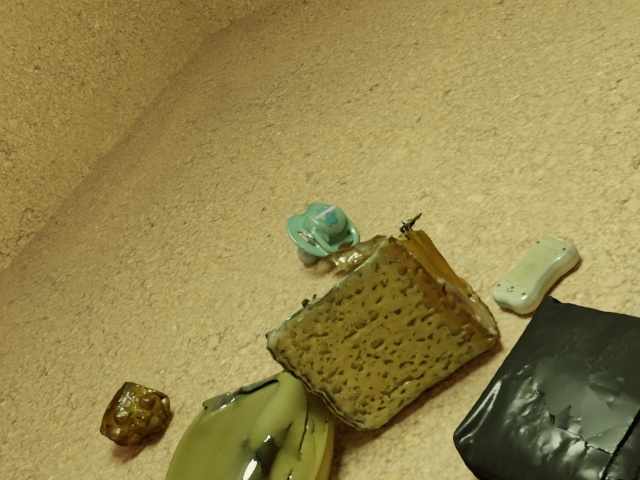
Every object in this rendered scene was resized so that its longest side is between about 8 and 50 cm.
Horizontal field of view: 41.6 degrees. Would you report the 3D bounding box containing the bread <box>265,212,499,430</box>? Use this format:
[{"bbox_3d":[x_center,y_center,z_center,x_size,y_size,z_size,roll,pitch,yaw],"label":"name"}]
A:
[{"bbox_3d":[0.055,0.058,1.141,0.248,0.279,0.315,-42,38,7],"label":"bread"}]

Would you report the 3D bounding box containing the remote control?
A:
[{"bbox_3d":[0.286,0.046,1.121,0.122,0.032,0.074,-45,27,-13],"label":"remote control"}]

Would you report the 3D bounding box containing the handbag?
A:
[{"bbox_3d":[0.278,0.167,0.886,0.247,0.080,0.223,-50,29,-22],"label":"handbag"}]

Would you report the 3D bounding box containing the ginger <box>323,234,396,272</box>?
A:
[{"bbox_3d":[0.073,0.022,1.414,0.137,0.044,0.057,-20,1,19],"label":"ginger"}]

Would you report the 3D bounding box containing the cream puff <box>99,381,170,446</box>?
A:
[{"bbox_3d":[-0.304,0.289,1.397,0.122,0.094,0.116,-53,17,22],"label":"cream puff"}]

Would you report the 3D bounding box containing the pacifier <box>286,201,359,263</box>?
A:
[{"bbox_3d":[0.000,0.000,1.501,0.150,0.126,0.117,-45,-14,-52],"label":"pacifier"}]

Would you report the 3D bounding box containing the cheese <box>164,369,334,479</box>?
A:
[{"bbox_3d":[-0.100,0.317,1.069,0.259,0.128,0.316,-35,21,27],"label":"cheese"}]
